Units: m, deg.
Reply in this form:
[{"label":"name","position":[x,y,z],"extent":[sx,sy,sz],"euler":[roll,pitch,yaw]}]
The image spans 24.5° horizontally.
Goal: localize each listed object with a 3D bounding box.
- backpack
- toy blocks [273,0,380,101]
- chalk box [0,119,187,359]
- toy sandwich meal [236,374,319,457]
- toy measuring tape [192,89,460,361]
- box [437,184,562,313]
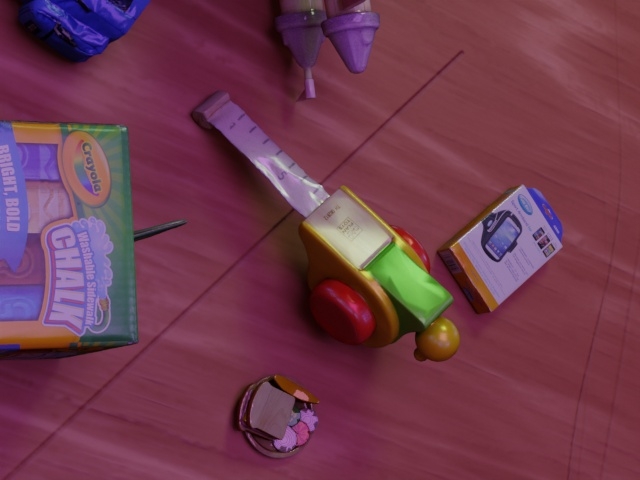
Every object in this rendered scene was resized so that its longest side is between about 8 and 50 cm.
[{"label":"backpack","position":[-0.219,-0.222,1.286],"extent":[0.120,0.098,0.101],"euler":[39,69,-19]},{"label":"toy blocks","position":[0.038,-0.278,1.321],"extent":[0.309,0.288,0.260],"euler":[-7,87,-27]},{"label":"chalk box","position":[-0.253,0.007,1.184],"extent":[0.289,0.180,0.179],"euler":[1,81,-27]},{"label":"toy sandwich meal","position":[-0.037,0.161,1.362],"extent":[0.085,0.029,0.086],"euler":[5,80,-28]},{"label":"toy measuring tape","position":[0.000,0.000,1.389],"extent":[0.330,0.121,0.121],"euler":[43,63,9]},{"label":"box","position":[0.190,0.004,1.515],"extent":[0.136,0.028,0.081],"euler":[-39,101,-30]}]
